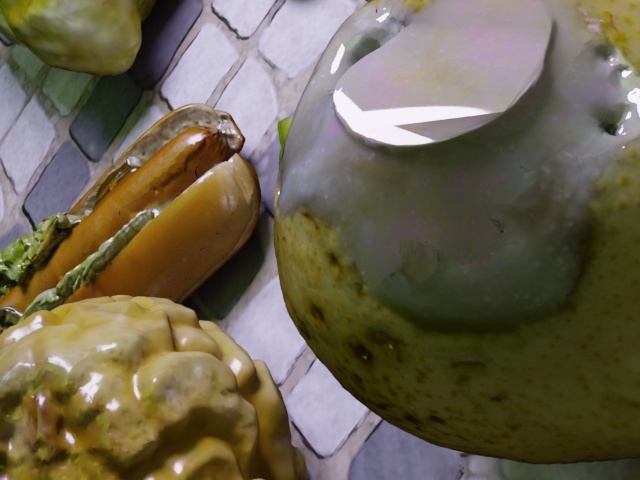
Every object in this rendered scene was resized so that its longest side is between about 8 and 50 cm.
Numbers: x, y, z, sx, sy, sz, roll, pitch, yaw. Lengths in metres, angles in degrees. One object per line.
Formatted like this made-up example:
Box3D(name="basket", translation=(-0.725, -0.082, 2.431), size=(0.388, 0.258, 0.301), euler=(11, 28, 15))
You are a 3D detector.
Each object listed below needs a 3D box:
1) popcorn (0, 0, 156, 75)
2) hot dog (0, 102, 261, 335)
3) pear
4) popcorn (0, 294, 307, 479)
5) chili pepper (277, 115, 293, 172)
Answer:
Box3D(name="popcorn", translation=(-0.216, -0.273, 1.174), size=(0.286, 0.173, 0.225), euler=(32, 88, 48))
Box3D(name="hot dog", translation=(-0.178, 0.032, 1.041), size=(0.337, 0.100, 0.135), euler=(-42, 47, 23))
Box3D(name="pear", translation=(0.113, -0.015, 0.673), size=(0.271, 0.271, 0.271), euler=(-21, 57, 38))
Box3D(name="popcorn", translation=(-0.119, 0.181, 0.833), size=(0.332, 0.225, 0.265), euler=(39, 96, 36))
Box3D(name="chili pepper", translation=(0.000, 0.000, 0.918), size=(0.052, 0.050, 0.202), euler=(106, 155, -53))
